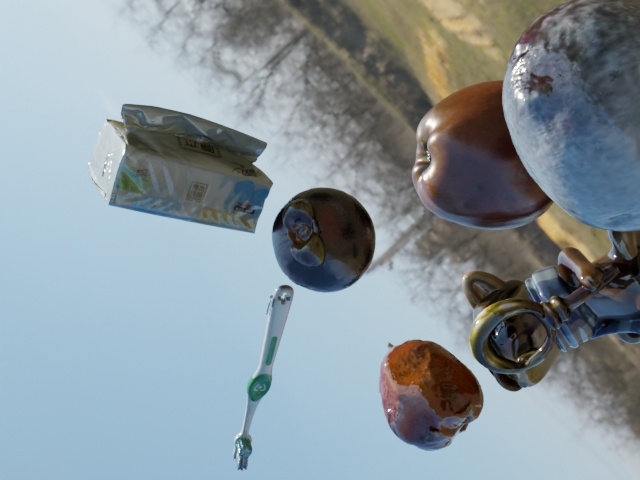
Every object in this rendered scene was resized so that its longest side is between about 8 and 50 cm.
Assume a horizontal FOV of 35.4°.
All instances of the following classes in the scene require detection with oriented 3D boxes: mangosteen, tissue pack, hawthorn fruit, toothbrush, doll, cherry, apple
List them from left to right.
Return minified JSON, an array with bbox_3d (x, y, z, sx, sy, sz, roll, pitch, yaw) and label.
[{"bbox_3d":[-0.200,-0.116,1.464,0.229,0.145,0.159,13,-164,-28],"label":"tissue pack"},{"bbox_3d":[-0.102,0.235,1.699,0.042,0.417,0.040,2,-145,-19],"label":"toothbrush"},{"bbox_3d":[0.000,0.000,1.379,0.152,0.152,0.152,47,-171,-10],"label":"mangosteen"},{"bbox_3d":[0.169,0.250,1.618,0.179,0.173,0.173,55,-172,-6],"label":"hawthorn fruit"},{"bbox_3d":[0.250,-0.125,1.464,0.234,0.234,0.234,47,-171,-10],"label":"apple"},{"bbox_3d":[0.398,0.115,1.545,0.318,0.340,0.209,47,-150,-46],"label":"doll"},{"bbox_3d":[0.312,-0.136,1.065,0.296,0.218,0.254,1,-98,-52],"label":"cherry"}]
